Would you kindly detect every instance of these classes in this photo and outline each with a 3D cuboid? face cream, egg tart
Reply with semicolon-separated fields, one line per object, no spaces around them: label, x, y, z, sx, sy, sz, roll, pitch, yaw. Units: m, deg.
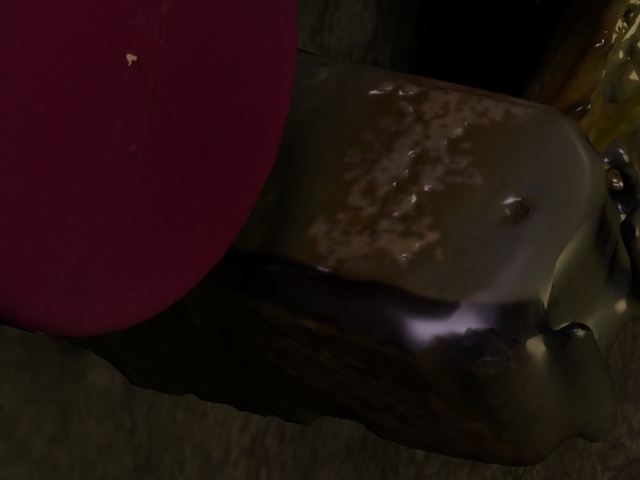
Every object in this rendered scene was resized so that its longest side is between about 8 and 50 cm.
face cream;-0.132;-0.070;0.511;0.175;0.195;0.175;-21;117;-50
egg tart;0.212;-0.111;0.974;0.315;0.120;0.315;-58;172;-12

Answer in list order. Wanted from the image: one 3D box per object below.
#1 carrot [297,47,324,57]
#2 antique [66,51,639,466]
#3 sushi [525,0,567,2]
carrot;0.018;-0.046;0.836;0.193;0.087;0.087;35;70;-56
antique;0.000;0.000;0.644;0.125;0.284;0.150;-61;144;-24
sushi;0.139;-0.237;0.895;0.225;0.124;0.127;-62;-179;-38
